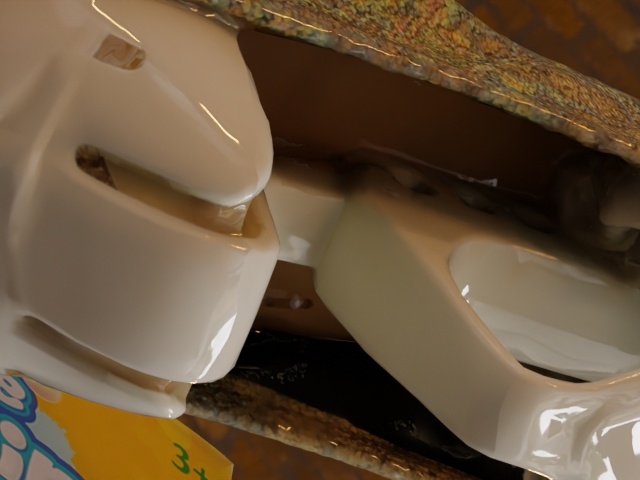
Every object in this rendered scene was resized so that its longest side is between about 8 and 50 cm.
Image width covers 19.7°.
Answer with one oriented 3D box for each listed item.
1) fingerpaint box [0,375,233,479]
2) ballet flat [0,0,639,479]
[{"bbox_3d":[-0.229,0.081,0.417,0.445,0.371,0.163,40,-69,-21],"label":"fingerpaint box"},{"bbox_3d":[0.000,0.000,0.388,0.123,0.348,0.123,-47,-147,45],"label":"ballet flat"}]
